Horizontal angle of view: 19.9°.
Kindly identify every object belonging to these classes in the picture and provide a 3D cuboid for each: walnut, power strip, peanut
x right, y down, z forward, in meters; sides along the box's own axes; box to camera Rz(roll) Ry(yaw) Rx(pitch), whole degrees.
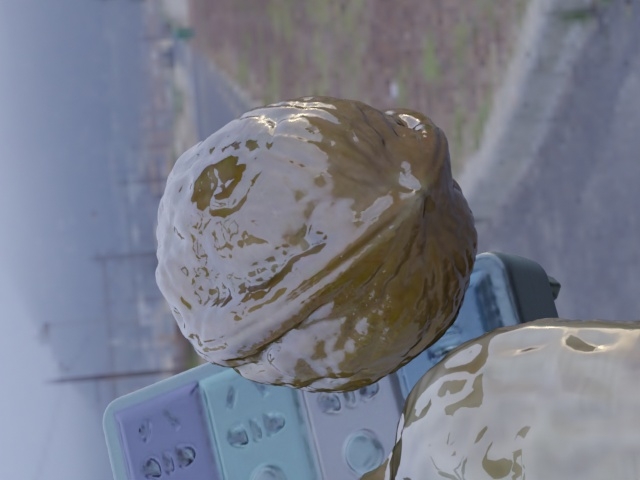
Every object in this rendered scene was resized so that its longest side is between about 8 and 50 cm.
[{"bbox_3d":[0.000,0.000,0.596,0.124,0.105,0.105,-19,74,54],"label":"walnut"},{"bbox_3d":[0.014,0.106,0.768,0.061,0.215,0.145,12,-120,-55],"label":"power strip"},{"bbox_3d":[0.096,0.059,0.471,0.104,0.227,0.086,38,-127,-40],"label":"peanut"}]
